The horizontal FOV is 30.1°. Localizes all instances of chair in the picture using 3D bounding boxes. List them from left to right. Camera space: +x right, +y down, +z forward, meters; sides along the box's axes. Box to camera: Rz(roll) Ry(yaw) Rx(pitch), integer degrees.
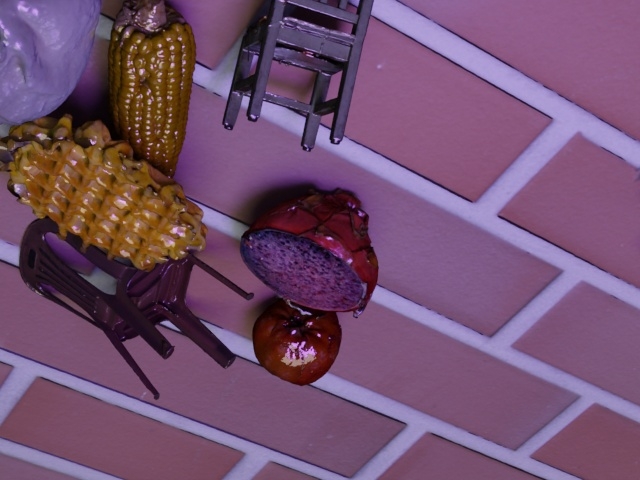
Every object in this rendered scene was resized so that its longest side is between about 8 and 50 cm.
[{"bbox_3d":[-0.294,0.079,1.861,0.326,0.183,0.175,40,134,22],"label":"chair"},{"bbox_3d":[-0.024,-0.266,1.574,0.136,0.147,0.270,13,86,-17],"label":"chair"}]

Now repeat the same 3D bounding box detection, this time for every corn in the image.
[{"bbox_3d":[-0.234,-0.196,1.616,0.119,0.119,0.322,6,136,-9],"label":"corn"}]

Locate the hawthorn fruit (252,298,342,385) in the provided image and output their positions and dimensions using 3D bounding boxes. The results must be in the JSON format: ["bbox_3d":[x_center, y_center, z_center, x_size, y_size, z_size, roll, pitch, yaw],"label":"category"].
[{"bbox_3d":[-0.038,0.172,1.947,0.148,0.148,0.172,-1,148,-2],"label":"hawthorn fruit"}]

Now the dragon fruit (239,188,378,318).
[{"bbox_3d":[0.001,-0.002,1.802,0.218,0.148,0.224,-4,141,42],"label":"dragon fruit"}]

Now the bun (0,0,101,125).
[{"bbox_3d":[-0.448,-0.287,1.458,0.362,0.211,0.362,-2,130,-2],"label":"bun"}]

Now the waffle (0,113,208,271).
[{"bbox_3d":[-0.308,-0.069,1.658,0.329,0.062,0.329,17,149,11],"label":"waffle"}]
